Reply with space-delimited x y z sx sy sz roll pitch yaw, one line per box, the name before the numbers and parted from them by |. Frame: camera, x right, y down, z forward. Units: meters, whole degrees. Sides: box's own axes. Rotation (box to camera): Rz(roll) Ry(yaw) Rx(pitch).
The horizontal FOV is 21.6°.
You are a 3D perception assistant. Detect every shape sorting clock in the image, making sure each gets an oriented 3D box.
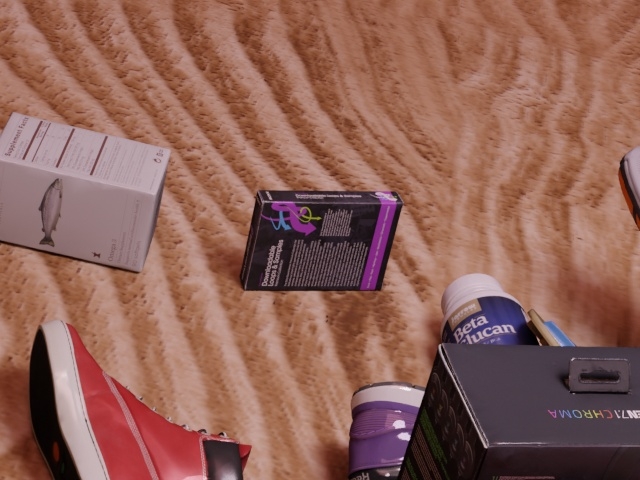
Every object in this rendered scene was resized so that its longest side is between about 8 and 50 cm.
shape sorting clock | 0.270 0.152 1.665 0.206 0.040 0.206 47 4 -4

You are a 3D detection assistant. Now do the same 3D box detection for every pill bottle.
pill bottle | 0.177 0.110 1.737 0.094 0.094 0.169 4 33 -15

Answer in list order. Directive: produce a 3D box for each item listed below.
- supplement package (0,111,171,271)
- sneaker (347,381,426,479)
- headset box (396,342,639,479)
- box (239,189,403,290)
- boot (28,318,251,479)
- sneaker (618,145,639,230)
supplement package | -0.263 -0.052 1.805 0.179 0.105 0.105 12 33 -2
sneaker | 0.154 0.230 1.574 0.283 0.107 0.124 14 61 -14
headset box | 0.197 0.220 1.404 0.246 0.283 0.131 2 35 -18
box | 0.000 0.000 1.817 0.162 0.116 0.029 0 33 -22
boot | -0.163 0.167 1.534 0.176 0.088 0.244 -4 45 -26
sneaker | 0.380 0.066 1.781 0.125 0.180 0.321 -15 69 -36
